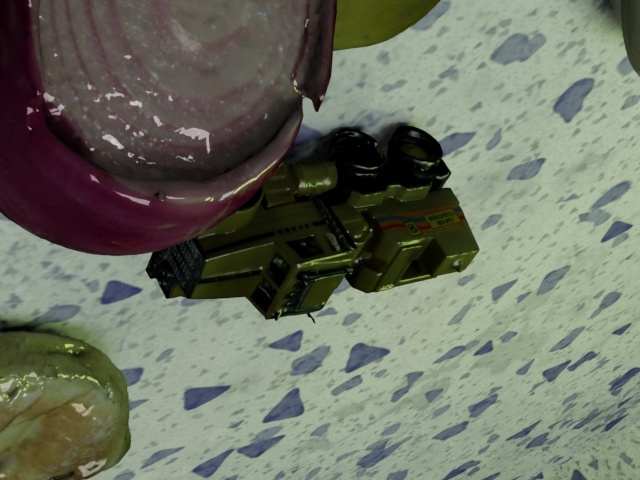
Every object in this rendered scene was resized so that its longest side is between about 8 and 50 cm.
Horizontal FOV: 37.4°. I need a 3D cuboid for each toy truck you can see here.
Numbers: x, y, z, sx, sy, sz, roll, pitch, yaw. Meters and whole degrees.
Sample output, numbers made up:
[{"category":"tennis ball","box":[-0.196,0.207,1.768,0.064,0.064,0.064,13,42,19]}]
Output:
[{"category":"toy truck","box":[-0.004,-0.003,0.757,0.257,0.127,0.127,-5,144,-32]}]

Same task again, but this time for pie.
[{"category":"pie","box":[-0.327,0.182,0.799,0.338,0.075,0.337,-19,145,-14]}]

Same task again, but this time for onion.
[{"category":"onion","box":[-0.095,-0.100,0.445,0.201,0.207,0.200,-20,-174,2]}]

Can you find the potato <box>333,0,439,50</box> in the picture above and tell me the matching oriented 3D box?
[{"category":"potato","box":[0.054,-0.198,0.491,0.160,0.111,0.271,-19,148,-42]}]

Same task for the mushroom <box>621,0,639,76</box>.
[{"category":"mushroom","box":[0.291,-0.184,0.712,0.128,0.128,0.350,-36,166,10]}]
